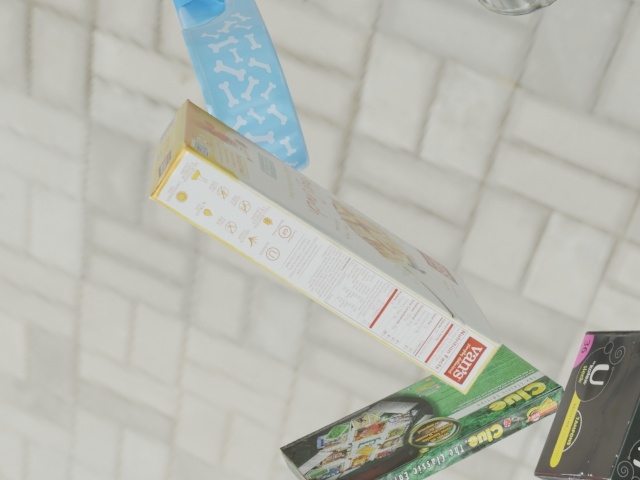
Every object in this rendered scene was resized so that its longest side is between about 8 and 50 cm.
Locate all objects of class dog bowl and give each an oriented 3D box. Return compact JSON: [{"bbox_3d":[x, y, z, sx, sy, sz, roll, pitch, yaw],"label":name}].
[{"bbox_3d":[-0.076,-0.151,1.603,0.074,0.297,0.166,-19,121,-2],"label":"dog bowl"}]

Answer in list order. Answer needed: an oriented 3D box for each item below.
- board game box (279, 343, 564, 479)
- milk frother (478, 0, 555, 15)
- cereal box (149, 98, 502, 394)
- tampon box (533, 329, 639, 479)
[{"bbox_3d":[0.101,0.185,1.746,0.136,0.260,0.030,36,148,64],"label":"board game box"},{"bbox_3d":[0.144,-0.253,1.235,0.143,0.129,0.135,-23,155,14],"label":"milk frother"},{"bbox_3d":[0.000,0.000,1.168,0.240,0.173,0.047,32,99,-11],"label":"cereal box"},{"bbox_3d":[0.263,0.153,1.305,0.161,0.120,0.101,29,164,-22],"label":"tampon box"}]
